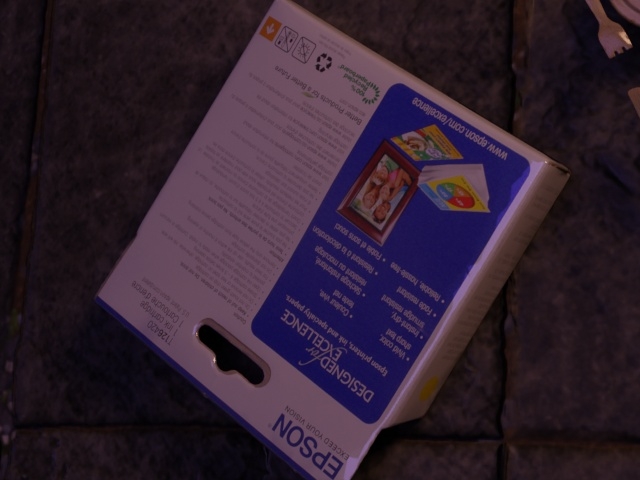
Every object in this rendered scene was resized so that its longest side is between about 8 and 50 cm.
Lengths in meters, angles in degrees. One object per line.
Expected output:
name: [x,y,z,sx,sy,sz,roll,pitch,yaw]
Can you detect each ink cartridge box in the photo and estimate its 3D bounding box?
ink cartridge box: [0.000,0.000,1.150,0.303,0.072,0.307,36,101,31]

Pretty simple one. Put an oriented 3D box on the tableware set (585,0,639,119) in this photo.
tableware set: [0.274,-0.143,1.029,0.128,0.039,0.194,-25,72,8]
